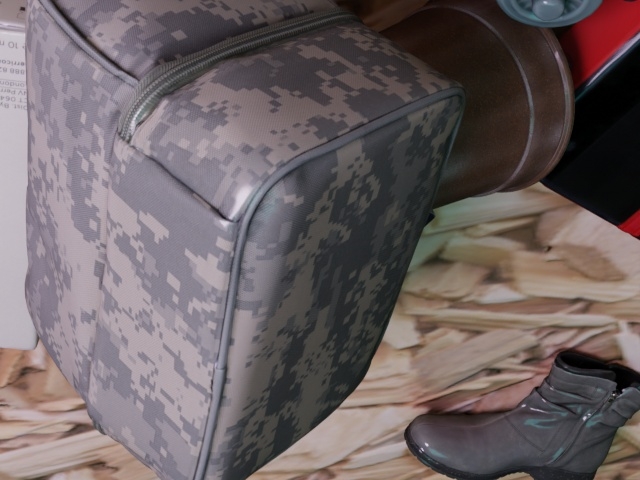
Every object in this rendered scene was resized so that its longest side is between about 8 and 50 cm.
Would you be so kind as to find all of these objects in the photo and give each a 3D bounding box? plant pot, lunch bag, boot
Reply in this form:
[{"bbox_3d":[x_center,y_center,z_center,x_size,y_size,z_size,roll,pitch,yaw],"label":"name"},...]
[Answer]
[{"bbox_3d":[0.071,-0.089,0.798,0.165,0.167,0.167,-26,143,-38],"label":"plant pot"},{"bbox_3d":[-0.083,-0.030,0.695,0.256,0.212,0.305,35,134,22],"label":"lunch bag"},{"bbox_3d":[0.222,0.177,1.147,0.246,0.083,0.161,11,121,-21],"label":"boot"}]

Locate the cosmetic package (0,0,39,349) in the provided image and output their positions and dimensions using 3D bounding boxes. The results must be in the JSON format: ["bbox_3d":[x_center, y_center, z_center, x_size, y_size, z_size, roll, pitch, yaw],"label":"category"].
[{"bbox_3d":[-0.266,-0.074,0.837,0.129,0.153,0.296,6,128,-9],"label":"cosmetic package"}]

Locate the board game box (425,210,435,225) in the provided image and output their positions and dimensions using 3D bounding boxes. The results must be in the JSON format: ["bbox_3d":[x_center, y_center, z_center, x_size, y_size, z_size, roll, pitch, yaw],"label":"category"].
[{"bbox_3d":[0.000,0.000,0.980,0.194,0.060,0.194,31,121,-28],"label":"board game box"}]

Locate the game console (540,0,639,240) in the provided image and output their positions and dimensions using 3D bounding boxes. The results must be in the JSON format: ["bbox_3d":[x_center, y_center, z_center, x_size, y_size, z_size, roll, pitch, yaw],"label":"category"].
[{"bbox_3d":[0.372,-0.143,0.885,0.342,0.060,0.386,22,126,-36],"label":"game console"}]

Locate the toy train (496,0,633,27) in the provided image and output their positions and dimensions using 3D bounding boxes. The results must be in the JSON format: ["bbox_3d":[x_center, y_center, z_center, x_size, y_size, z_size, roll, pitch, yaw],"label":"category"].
[{"bbox_3d":[0.121,-0.265,0.685,0.334,0.142,0.190,24,150,-23],"label":"toy train"}]
